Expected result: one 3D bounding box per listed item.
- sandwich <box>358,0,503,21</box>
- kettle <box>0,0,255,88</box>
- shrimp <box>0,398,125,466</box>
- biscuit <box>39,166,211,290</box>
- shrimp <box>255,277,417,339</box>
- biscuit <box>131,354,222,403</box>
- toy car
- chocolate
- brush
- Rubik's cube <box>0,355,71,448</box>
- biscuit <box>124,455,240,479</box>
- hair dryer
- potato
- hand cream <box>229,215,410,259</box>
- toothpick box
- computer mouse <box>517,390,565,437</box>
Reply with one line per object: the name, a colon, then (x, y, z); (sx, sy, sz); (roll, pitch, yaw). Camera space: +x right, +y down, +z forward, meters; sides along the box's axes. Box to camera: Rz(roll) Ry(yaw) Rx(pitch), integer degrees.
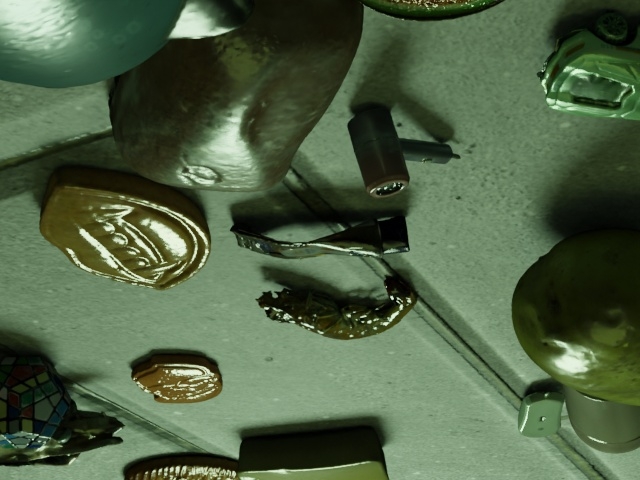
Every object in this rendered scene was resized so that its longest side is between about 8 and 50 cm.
sandwich: (0.061, -0.178, 0.824); (0.135, 0.029, 0.067); (9, 145, -19)
kettle: (-0.186, -0.208, 0.574); (0.319, 0.247, 0.342); (25, 166, 16)
shrimp: (-0.393, 0.254, 1.572); (0.360, 0.085, 0.247); (-10, 161, 21)
biscuit: (-0.173, -0.006, 1.134); (0.142, 0.029, 0.220); (-9, 152, 11)
shrimp: (0.026, 0.067, 1.288); (0.124, 0.034, 0.178); (-29, 145, 35)
biscuit: (-0.166, 0.165, 1.473); (0.102, 0.019, 0.130); (-8, 151, 7)
toy car: (0.256, -0.119, 0.927); (0.186, 0.058, 0.093); (4, 150, -12)
chocolate: (-0.064, -0.101, 0.903); (0.161, 0.083, 0.261); (4, 151, -16)
brush: (-0.009, 0.307, 1.719); (0.197, 0.059, 0.123); (-7, 149, 7)
Rubik's cube: (-0.335, 0.183, 1.413); (0.111, 0.093, 0.111); (-4, 155, -2)
biscuit: (-0.193, 0.352, 1.822); (0.188, 0.027, 0.188); (-1, 153, -1)
hair dryer: (0.075, -0.068, 1.016); (0.114, 0.063, 0.037); (1, 155, -42)
potato: (0.288, 0.071, 1.197); (0.228, 0.148, 0.197); (15, 161, -28)
hand cream: (0.000, 0.000, 1.155); (0.163, 0.039, 0.062); (-3, 169, 5)
toothpick box: (0.330, 0.164, 1.420); (0.111, 0.111, 0.180); (-9, 151, 11)
computer mouse: (0.281, 0.213, 1.595); (0.056, 0.032, 0.110); (-3, 142, -1)
